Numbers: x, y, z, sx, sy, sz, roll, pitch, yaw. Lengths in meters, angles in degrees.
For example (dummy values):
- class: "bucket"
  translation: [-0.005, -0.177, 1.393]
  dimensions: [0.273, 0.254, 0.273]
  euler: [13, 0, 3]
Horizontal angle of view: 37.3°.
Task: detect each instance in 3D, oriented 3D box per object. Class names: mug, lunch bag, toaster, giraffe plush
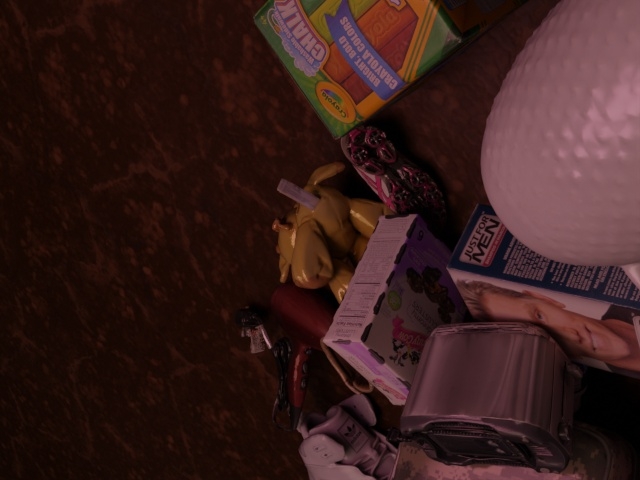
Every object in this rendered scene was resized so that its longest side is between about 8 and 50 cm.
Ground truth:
- class: "mug"
  translation: [0.334, -0.080, 0.883]
  dimensions: [0.374, 0.276, 0.328]
  euler: [63, 144, 13]
- class: "lunch bag"
  translation: [0.281, 0.329, 1.257]
  dimensions: [0.305, 0.256, 0.212]
  euler: [10, 82, 38]
- class: "toaster"
  translation: [0.196, 0.184, 1.125]
  dimensions: [0.227, 0.146, 0.129]
  euler: [-6, 142, 38]
- class: "giraffe plush"
  translation: [0.000, 0.000, 1.345]
  dimensions: [0.210, 0.181, 0.170]
  euler: [45, 159, -7]

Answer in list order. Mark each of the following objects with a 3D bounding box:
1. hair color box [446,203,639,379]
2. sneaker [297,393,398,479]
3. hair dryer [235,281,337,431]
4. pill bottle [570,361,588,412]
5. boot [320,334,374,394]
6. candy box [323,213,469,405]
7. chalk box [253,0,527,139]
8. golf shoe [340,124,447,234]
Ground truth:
- class: "hair color box"
  translation: [0.336, 0.071, 1.080]
  dimensions: [0.347, 0.105, 0.174]
  euler: [13, 151, 35]
- class: "sneaker"
  translation: [0.100, 0.369, 1.501]
  dimensions: [0.366, 0.137, 0.210]
  euler: [-1, 119, 45]
- class: "hair dryer"
  translation: [-0.022, 0.174, 1.501]
  dimensions: [0.293, 0.080, 0.223]
  euler: [-32, 80, 57]
- class: "pill bottle"
  translation: [0.314, 0.165, 1.234]
  dimensions: [0.067, 0.067, 0.120]
  euler: [13, 125, 35]
- class: "boot"
  translation: [0.118, 0.171, 1.334]
  dimensions: [0.213, 0.165, 0.077]
  euler: [42, 136, 11]
- class: "candy box"
  translation: [0.110, 0.092, 1.229]
  dimensions: [0.070, 0.196, 0.165]
  euler: [-3, 143, 44]
- class: "chalk box"
  translation: [0.062, -0.251, 1.094]
  dimensions: [0.180, 0.179, 0.289]
  euler: [54, 137, -1]
- class: "golf shoe"
  translation: [0.100, -0.084, 1.268]
  dimensions: [0.186, 0.067, 0.086]
  euler: [49, 179, -11]
